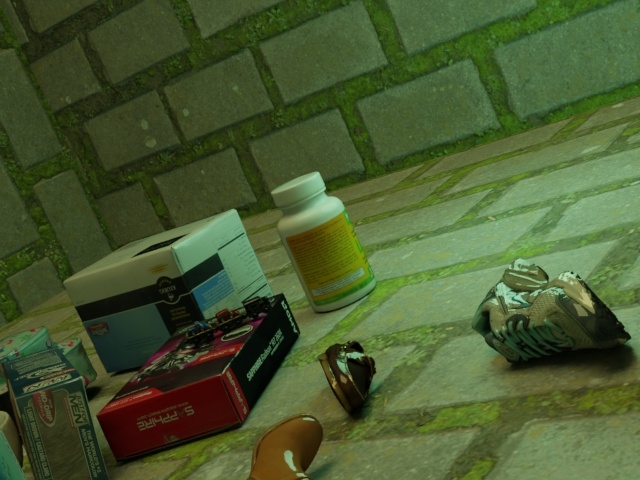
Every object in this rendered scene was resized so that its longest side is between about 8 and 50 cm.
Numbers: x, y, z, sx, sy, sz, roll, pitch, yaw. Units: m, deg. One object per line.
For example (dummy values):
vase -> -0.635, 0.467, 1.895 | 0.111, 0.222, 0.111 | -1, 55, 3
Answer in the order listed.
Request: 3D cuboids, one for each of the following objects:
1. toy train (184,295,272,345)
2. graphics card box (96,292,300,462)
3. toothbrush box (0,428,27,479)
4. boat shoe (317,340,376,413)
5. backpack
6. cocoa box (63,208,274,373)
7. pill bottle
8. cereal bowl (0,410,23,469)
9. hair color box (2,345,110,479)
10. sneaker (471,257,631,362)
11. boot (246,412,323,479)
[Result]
toy train -> -0.157, 0.132, 1.702 | 0.158, 0.036, 0.027 | -24, 11, -9
graphics card box -> -0.190, 0.219, 1.704 | 0.232, 0.094, 0.371 | -20, 10, 19
toothbrush box -> -0.366, 0.343, 1.124 | 0.126, 0.216, 0.295 | -26, 11, -14
boat shoe -> 0.041, 0.181, 1.429 | 0.073, 0.073, 0.207 | -26, 11, -1
backpack -> -0.590, 0.281, 2.061 | 0.225, 0.191, 0.253 | -17, 7, 37
cocoa box -> -0.315, 0.111, 2.140 | 0.347, 0.228, 0.231 | -16, 12, 37
pill bottle -> 0.000, 0.000, 1.946 | 0.136, 0.246, 0.136 | -23, 11, 5
cereal bowl -> -0.603, 0.404, 1.554 | 0.338, 0.141, 0.339 | -22, 11, 4
hair color box -> -0.434, 0.287, 1.646 | 0.105, 0.174, 0.347 | -16, 7, -19
sneaker -> 0.276, 0.110, 1.264 | 0.122, 0.110, 0.283 | -43, 10, -6
boot -> -0.031, 0.273, 1.145 | 0.197, 0.073, 0.152 | -45, 19, -31
